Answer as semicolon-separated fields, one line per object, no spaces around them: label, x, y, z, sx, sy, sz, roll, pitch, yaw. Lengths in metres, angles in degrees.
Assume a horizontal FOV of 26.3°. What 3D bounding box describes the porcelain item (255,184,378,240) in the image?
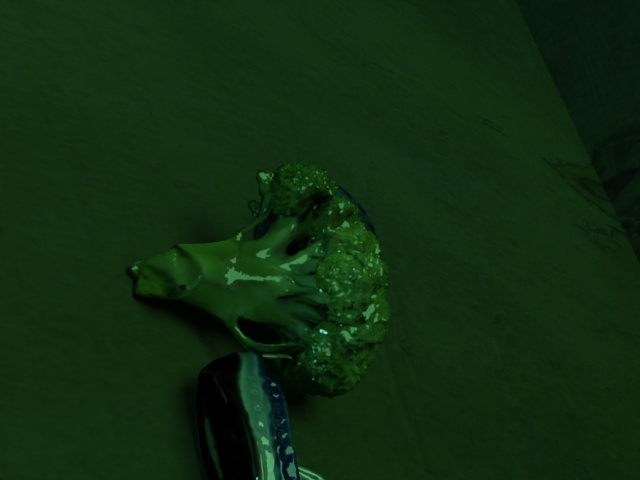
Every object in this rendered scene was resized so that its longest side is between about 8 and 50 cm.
porcelain item;0.000;0.000;1.853;0.147;0.114;0.147;38;32;-30

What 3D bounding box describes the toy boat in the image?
toy boat;-0.061;0.229;1.509;0.115;0.114;0.262;9;47;-37

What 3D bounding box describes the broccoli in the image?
broccoli;-0.028;0.030;1.645;0.302;0.186;0.254;40;69;-38
